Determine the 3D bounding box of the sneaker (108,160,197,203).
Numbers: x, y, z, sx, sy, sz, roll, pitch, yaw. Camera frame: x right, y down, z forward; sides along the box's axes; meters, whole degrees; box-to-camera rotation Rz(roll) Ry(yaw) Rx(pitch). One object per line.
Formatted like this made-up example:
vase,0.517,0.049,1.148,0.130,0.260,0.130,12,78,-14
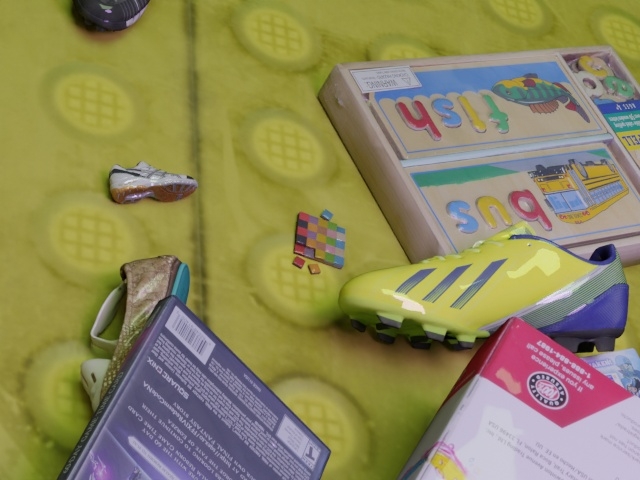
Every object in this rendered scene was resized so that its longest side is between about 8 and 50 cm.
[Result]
sneaker,-0.151,-0.057,1.289,0.083,0.032,0.037,-2,55,-32

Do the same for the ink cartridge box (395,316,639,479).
ink cartridge box,0.154,0.247,1.098,0.226,0.131,0.306,36,59,2

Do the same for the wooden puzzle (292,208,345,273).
wooden puzzle,0.000,0.000,1.345,0.049,0.006,0.083,18,47,-15

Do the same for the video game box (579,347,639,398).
video game box,0.245,0.197,1.291,0.205,0.048,0.187,-6,60,-33

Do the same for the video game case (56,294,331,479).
video game case,-0.100,0.198,1.058,0.196,0.026,0.274,47,42,-20

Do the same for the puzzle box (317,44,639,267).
puzzle box,0.224,-0.083,1.512,0.409,0.052,0.272,-10,60,-35

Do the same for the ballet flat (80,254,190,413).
ballet flat,-0.155,0.095,1.148,0.067,0.073,0.206,3,44,7

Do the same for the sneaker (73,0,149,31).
sneaker,-0.179,-0.303,1.427,0.078,0.106,0.234,28,45,-5

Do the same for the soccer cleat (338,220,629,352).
soccer cleat,0.149,0.040,1.303,0.289,0.093,0.121,5,83,-21
